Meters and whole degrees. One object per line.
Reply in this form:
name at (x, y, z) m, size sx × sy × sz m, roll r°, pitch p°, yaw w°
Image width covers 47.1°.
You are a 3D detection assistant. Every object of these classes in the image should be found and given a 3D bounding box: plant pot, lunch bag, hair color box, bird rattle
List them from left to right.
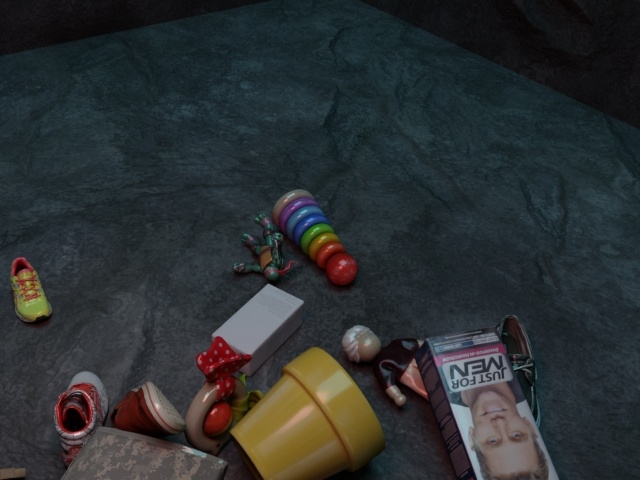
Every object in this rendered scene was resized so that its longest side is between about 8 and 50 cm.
lunch bag at (-0.345, 0.485, 1.328) m, size 0.287 × 0.168 × 0.235 m, roll 17°, pitch 42°, yaw 9°
bird rattle at (-0.196, 0.335, 1.502) m, size 0.143 × 0.253 × 0.207 m, roll 23°, pitch 64°, yaw 22°
plant pot at (-0.038, 0.380, 1.462) m, size 0.239 × 0.254 × 0.254 m, roll -32°, pitch 49°, yaw -19°
hair color box at (0.339, 0.364, 1.531) m, size 0.174 × 0.105 × 0.347 m, roll -8°, pitch 61°, yaw -16°

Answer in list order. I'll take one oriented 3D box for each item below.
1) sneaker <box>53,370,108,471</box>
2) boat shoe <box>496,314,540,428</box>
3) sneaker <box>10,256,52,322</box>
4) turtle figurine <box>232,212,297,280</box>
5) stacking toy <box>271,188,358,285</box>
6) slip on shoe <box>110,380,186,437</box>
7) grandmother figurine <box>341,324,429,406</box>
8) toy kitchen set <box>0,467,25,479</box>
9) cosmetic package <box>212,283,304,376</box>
sneaker at (-0.494, 0.338, 1.523) m, size 0.090 × 0.144 × 0.270 m, roll -3°, pitch 38°, yaw -11°
boat shoe at (0.439, 0.306, 1.702) m, size 0.121 × 0.119 × 0.335 m, roll 4°, pitch 37°, yaw -2°
sneaker at (-0.730, 0.120, 1.824) m, size 0.082 × 0.094 × 0.208 m, roll -18°, pitch 44°, yaw -30°
turtle figurine at (-0.155, 0.039, 1.992) m, size 0.175 × 0.118 × 0.234 m, roll -36°, pitch 36°, yaw 13°
stacking toy at (0.000, 0.000, 2.053) m, size 0.141 × 0.141 × 0.330 m, roll -18°, pitch 48°, yaw -28°
slip on shoe at (-0.346, 0.348, 1.444) m, size 0.101 × 0.331 × 0.123 m, roll -40°, pitch 97°, yaw -25°
grandmother figurine at (0.208, 0.294, 1.711) m, size 0.343 × 0.104 × 0.208 m, roll 23°, pitch 32°, yaw 18°
toy kitchen set at (-0.627, 0.482, 1.419) m, size 0.068 × 0.075 × 0.083 m, roll -15°, pitch -16°, yaw 35°
cosmetic package at (-0.148, 0.214, 1.783) m, size 0.117 × 0.085 × 0.231 m, roll 24°, pitch 43°, yaw 24°
